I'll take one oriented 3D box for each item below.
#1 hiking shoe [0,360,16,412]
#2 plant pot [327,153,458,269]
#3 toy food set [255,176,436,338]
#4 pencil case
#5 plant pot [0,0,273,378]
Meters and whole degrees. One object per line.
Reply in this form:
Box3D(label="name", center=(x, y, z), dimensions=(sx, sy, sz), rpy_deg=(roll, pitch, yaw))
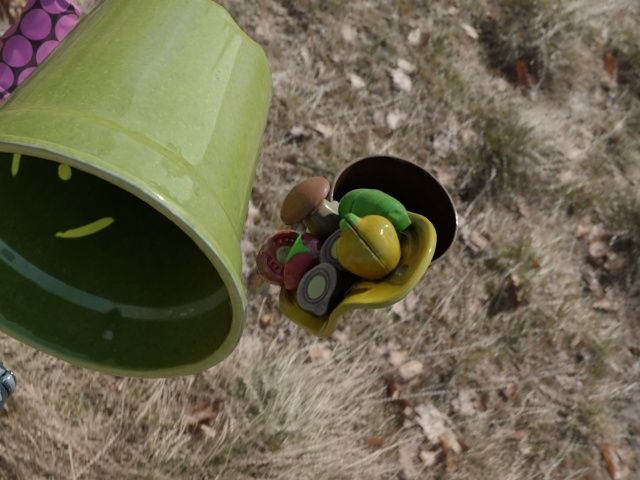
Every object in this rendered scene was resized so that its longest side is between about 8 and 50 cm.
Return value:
Box3D(label="hiking shoe", center=(-0.634, 0.216, 1.602), dimensions=(0.304, 0.113, 0.132), rpy_deg=(40, 43, -34))
Box3D(label="plant pot", center=(0.086, 0.009, 1.639), dimensions=(0.215, 0.230, 0.215), rpy_deg=(9, 57, -14))
Box3D(label="toy food set", center=(0.000, 0.000, 0.794), dimensions=(0.128, 0.218, 0.071), rpy_deg=(-48, 114, -11))
Box3D(label="pencil case", center=(-0.488, -0.325, 1.616), dimensions=(0.095, 0.098, 0.209), rpy_deg=(39, 89, -35))
Box3D(label="plant pot", center=(-0.159, -0.068, 0.816), dimensions=(0.276, 0.276, 0.254), rpy_deg=(20, 52, -4))
